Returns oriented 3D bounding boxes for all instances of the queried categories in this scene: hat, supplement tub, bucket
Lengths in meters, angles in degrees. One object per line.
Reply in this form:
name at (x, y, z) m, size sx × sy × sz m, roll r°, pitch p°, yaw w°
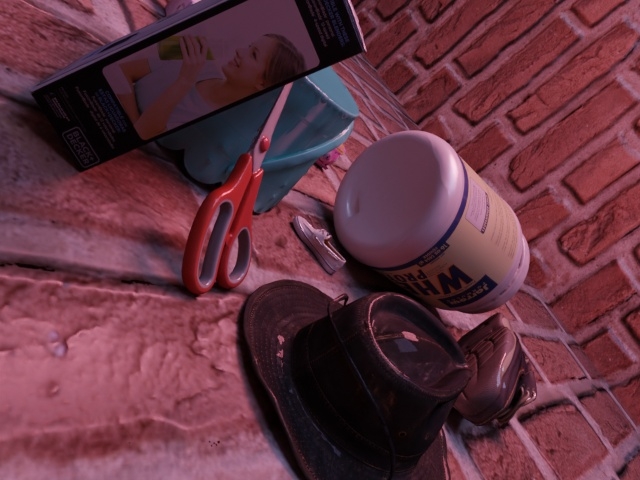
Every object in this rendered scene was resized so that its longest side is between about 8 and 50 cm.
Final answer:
hat at (0.078, 0.141, 0.664) m, size 0.331 × 0.134 × 0.331 m, roll 42°, pitch 20°, yaw -20°
supplement tub at (0.203, -0.016, 1.063) m, size 0.324 × 0.235 × 0.235 m, roll 32°, pitch 27°, yaw -42°
bucket at (-0.091, -0.195, 0.824) m, size 0.281 × 0.183 × 0.281 m, roll 43°, pitch 21°, yaw -20°

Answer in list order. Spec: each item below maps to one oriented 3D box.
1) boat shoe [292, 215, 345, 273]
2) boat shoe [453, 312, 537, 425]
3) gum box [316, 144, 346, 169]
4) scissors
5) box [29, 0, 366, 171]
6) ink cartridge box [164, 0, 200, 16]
boat shoe at (0.000, 0.000, 0.890) m, size 0.100 × 0.035 × 0.035 m, roll 54°, pitch 20°, yaw 9°
boat shoe at (0.295, 0.218, 0.995) m, size 0.130 × 0.132 × 0.355 m, roll 52°, pitch 21°, yaw 5°
gum box at (-0.026, -0.232, 1.211) m, size 0.107 × 0.062 × 0.188 m, roll 32°, pitch 26°, yaw -41°
scissors at (-0.069, -0.086, 0.620) m, size 0.021 × 0.297 × 0.109 m, roll 14°, pitch -6°, yaw 25°
box at (-0.107, -0.184, 0.598) m, size 0.169 × 0.289 × 0.087 m, roll -87°, pitch 155°, yaw -61°
ink cartridge box at (-0.193, -0.343, 1.042) m, size 0.115 × 0.067 × 0.198 m, roll 32°, pitch 26°, yaw -40°
